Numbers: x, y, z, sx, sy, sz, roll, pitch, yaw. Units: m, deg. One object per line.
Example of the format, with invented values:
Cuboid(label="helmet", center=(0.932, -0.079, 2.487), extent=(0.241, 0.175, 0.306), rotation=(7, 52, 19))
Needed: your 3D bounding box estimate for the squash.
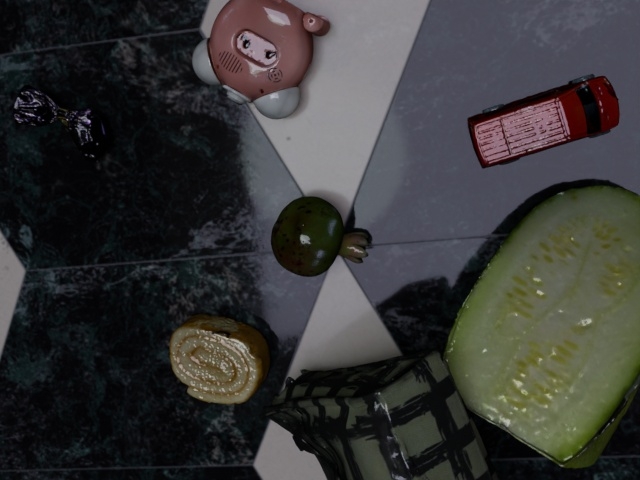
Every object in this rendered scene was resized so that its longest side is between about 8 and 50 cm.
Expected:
Cuboid(label="squash", center=(0.321, 0.084, 1.020), extent=(0.233, 0.210, 0.309), rotation=(31, 111, 26))

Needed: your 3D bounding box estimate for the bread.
Cuboid(label="bread", center=(-0.153, 0.180, 1.195), extent=(0.149, 0.073, 0.122), rotation=(13, 103, 8))

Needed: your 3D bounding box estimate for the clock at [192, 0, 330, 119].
Cuboid(label="clock", center=(-0.086, -0.262, 1.102), extent=(0.165, 0.093, 0.162), rotation=(29, 106, 4))

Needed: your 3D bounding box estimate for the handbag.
Cuboid(label="handbag", center=(0.084, 0.318, 1.059), extent=(0.162, 0.327, 0.326), rotation=(-24, 93, -30))

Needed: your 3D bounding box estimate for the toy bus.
Cuboid(label="toy bus", center=(0.295, -0.156, 1.050), extent=(0.195, 0.089, 0.081), rotation=(-16, 96, 12))

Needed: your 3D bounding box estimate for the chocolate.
Cuboid(label="chocolate", center=(-0.379, -0.175, 1.191), extent=(0.147, 0.070, 0.072), rotation=(27, 93, -6))

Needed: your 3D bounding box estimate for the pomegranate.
Cuboid(label="pomegranate", center=(0.000, 0.000, 1.128), extent=(0.142, 0.114, 0.115), rotation=(14, 103, -19))
